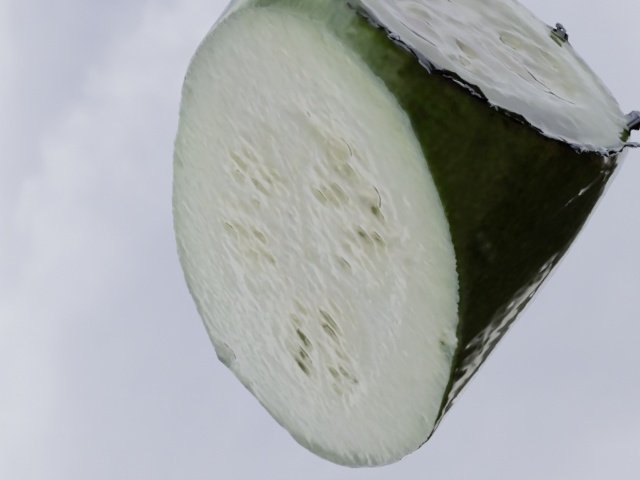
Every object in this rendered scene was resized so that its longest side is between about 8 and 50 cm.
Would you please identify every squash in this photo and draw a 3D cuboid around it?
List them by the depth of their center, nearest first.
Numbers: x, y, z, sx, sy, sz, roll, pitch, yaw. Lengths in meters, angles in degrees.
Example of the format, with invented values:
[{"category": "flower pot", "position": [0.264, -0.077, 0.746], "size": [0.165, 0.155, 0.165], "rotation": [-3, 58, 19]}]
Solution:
[{"category": "squash", "position": [0.000, 0.000, 0.849], "size": [0.189, 0.189, 0.260], "rotation": [17, -58, -38]}]
